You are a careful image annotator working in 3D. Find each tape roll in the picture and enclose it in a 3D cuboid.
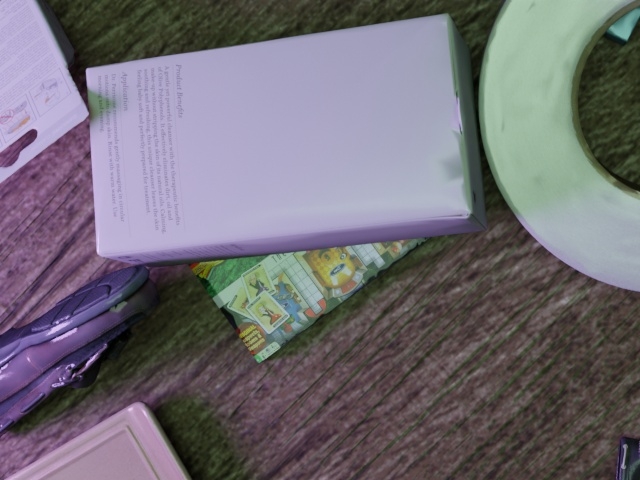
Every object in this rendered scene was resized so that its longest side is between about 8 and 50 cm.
[{"bbox_3d":[0.346,-0.142,1.264,0.392,0.072,0.392,1,101,6],"label":"tape roll"}]

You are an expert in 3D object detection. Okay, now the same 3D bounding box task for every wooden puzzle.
[{"bbox_3d":[-0.226,0.318,1.400,0.238,0.044,0.221,-31,88,12],"label":"wooden puzzle"}]

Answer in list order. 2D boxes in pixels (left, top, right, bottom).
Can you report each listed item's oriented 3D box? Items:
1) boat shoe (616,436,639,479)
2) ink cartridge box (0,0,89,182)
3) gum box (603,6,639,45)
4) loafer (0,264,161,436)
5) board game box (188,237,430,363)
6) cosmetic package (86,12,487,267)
[{"bbox_3d":[0.308,0.262,1.323,0.038,0.046,0.125,15,91,7],"label":"boat shoe"},{"bbox_3d":[-0.329,-0.133,1.331,0.189,0.066,0.232,-37,55,6],"label":"ink cartridge box"},{"bbox_3d":[0.262,-0.309,1.315,0.184,0.041,0.157,28,95,6],"label":"gum box"},{"bbox_3d":[-0.269,0.121,1.351,0.302,0.109,0.095,-27,105,29],"label":"loafer"},{"bbox_3d":[0.000,0.000,1.365,0.259,0.030,0.136,-37,85,7],"label":"board game box"},{"bbox_3d":[-0.031,-0.088,1.277,0.365,0.155,0.197,-5,83,12],"label":"cosmetic package"}]
